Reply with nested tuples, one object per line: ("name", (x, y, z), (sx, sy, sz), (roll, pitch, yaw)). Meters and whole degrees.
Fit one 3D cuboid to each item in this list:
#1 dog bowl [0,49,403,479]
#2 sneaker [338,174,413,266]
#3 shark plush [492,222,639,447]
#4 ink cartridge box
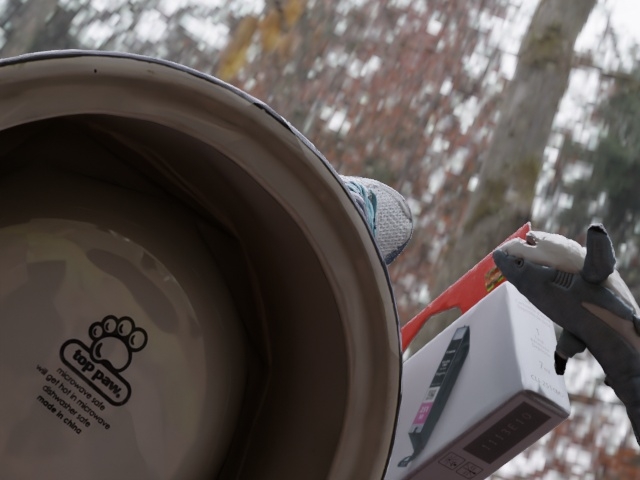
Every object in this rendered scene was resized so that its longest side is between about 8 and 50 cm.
("dog bowl", (-0.162, 0.087, 1.007), (0.408, 0.408, 0.150), (52, -16, -22))
("sneaker", (0.000, 0.000, 1.268), (0.122, 0.283, 0.110), (-10, -91, 38))
("shark plush", (0.175, 0.064, 1.066), (0.067, 0.073, 0.161), (-26, -92, -3))
("ink cartridge box", (0.084, 0.126, 1.415), (0.060, 0.239, 0.275), (31, -57, -27))
